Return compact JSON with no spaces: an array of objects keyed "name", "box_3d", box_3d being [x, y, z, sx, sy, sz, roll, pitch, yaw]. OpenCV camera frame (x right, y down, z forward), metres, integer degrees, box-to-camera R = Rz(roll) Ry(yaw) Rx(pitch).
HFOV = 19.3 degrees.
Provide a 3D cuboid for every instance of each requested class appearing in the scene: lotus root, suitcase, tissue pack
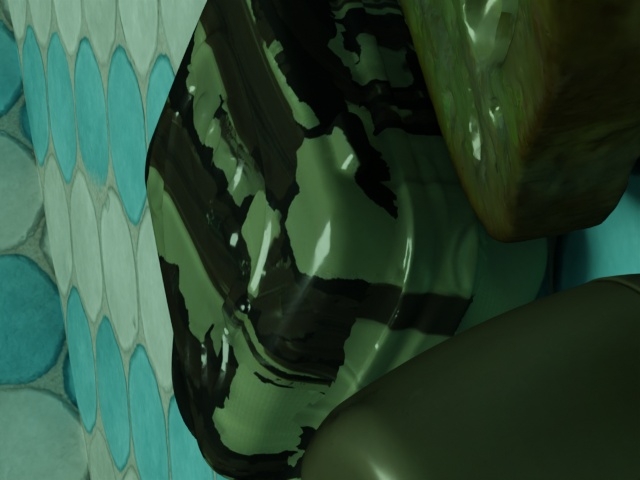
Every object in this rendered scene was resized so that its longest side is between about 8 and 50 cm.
[{"name":"lotus root","box_3d":[0.103,-0.185,0.995,0.390,0.111,0.374,-137,36,-75]},{"name":"suitcase","box_3d":[0.000,0.000,1.272,0.351,0.194,0.339,-106,32,-44]},{"name":"tissue pack","box_3d":[0.133,0.200,0.849,0.387,0.277,0.267,103,147,-50]}]
